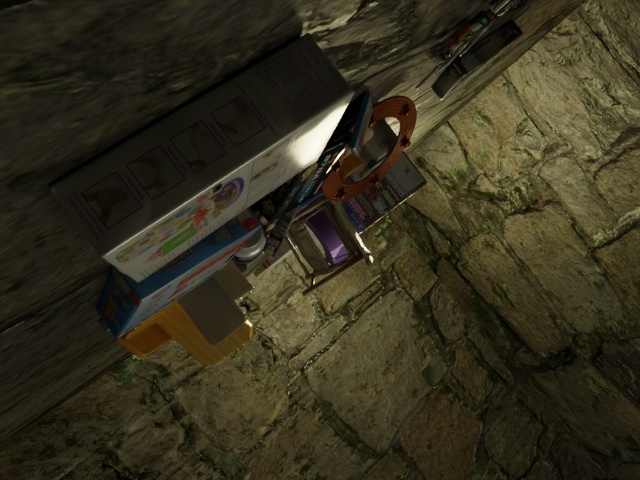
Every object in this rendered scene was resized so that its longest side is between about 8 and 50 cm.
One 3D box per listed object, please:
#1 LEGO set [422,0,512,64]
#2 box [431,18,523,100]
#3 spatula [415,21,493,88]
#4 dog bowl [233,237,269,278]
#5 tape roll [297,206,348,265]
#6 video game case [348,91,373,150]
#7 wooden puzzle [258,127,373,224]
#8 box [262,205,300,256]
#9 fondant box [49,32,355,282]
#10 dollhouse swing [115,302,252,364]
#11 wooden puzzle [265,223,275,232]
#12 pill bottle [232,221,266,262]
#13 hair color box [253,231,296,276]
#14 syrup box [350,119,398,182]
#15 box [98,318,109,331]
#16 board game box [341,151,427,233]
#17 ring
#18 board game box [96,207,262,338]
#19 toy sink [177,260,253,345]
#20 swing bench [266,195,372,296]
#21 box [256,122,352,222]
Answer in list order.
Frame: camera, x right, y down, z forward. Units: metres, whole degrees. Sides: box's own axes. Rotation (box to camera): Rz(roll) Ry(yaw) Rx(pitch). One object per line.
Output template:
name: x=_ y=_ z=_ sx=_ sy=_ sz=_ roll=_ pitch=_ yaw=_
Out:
LEGO set: x=0.316 y=-0.456 z=1.072 sx=0.182 sy=0.060 sz=0.244 roll=-38 pitch=-170 yaw=34
box: x=0.461 y=-0.531 z=1.517 sx=0.231 sy=0.056 sz=0.183 roll=-36 pitch=178 yaw=-13
spatula: x=0.302 y=-0.414 z=1.154 sx=0.168 sy=0.019 sz=0.242 roll=-30 pitch=-166 yaw=43
dog bowl: x=-0.295 y=0.090 z=1.701 sx=0.349 sy=0.102 sz=0.349 roll=-42 pitch=179 yaw=-1
tape roll: x=-0.006 y=-0.027 z=1.869 sx=0.090 sy=0.274 sz=0.275 roll=-38 pitch=178 yaw=-16
video game case: x=0.091 y=-0.251 z=1.122 sx=0.166 sy=0.015 sz=0.119 roll=-25 pitch=132 yaw=-81
wooden puzzle: x=-0.010 y=-0.162 z=1.470 sx=0.322 sy=0.080 sz=0.348 roll=-36 pitch=178 yaw=-20
box: x=-0.105 y=-0.030 z=1.351 sx=0.114 sy=0.036 sz=0.207 roll=-64 pitch=-175 yaw=-16
fondant box: x=-0.134 y=-0.089 z=0.647 sx=0.330 sy=0.096 sz=0.238 roll=-38 pitch=178 yaw=-15
dollhouse swing: x=-0.480 y=0.348 z=1.878 sx=0.347 sy=0.305 sz=0.315 roll=-37 pitch=179 yaw=22
wooden puzzle: x=-0.230 y=0.001 z=1.968 sx=0.239 sy=0.044 sz=0.221 roll=-38 pitch=178 yaw=24
pill bottle: x=-0.197 y=-0.005 z=1.319 sx=0.112 sy=0.112 sz=0.186 roll=-37 pitch=178 yaw=-15
hair color box: x=-0.152 y=-0.004 z=2.268 sx=0.374 sy=0.113 sz=0.185 roll=-39 pitch=178 yaw=20
syrup box: x=0.149 y=-0.269 z=1.569 sx=0.093 sy=0.096 sz=0.237 roll=-35 pitch=177 yaw=-17
box: x=-0.472 y=0.158 z=1.350 sx=0.186 sy=0.038 sz=0.145 roll=-39 pitch=178 yaw=13
board game box: x=0.173 y=-0.195 z=1.762 sx=0.291 sy=0.232 sz=0.141 roll=-36 pitch=178 yaw=-4
ring: x=0.139 y=-0.232 z=1.359 sx=0.337 sy=0.032 sz=0.336 roll=-35 pitch=156 yaw=-18
board game box: x=-0.315 y=0.061 z=1.119 sx=0.308 sy=0.086 sz=0.302 roll=-36 pitch=178 yaw=-37
toy sink: x=-0.296 y=0.151 z=1.457 sx=0.153 sy=0.234 sz=0.131 roll=-39 pitch=177 yaw=26
swing bench: x=0.000 y=0.000 z=1.646 sx=0.255 sy=0.253 sz=0.165 roll=-27 pitch=-164 yaw=11
box: x=-0.037 y=-0.151 z=1.154 sx=0.175 sy=0.051 sz=0.220 roll=-35 pitch=168 yaw=-43
